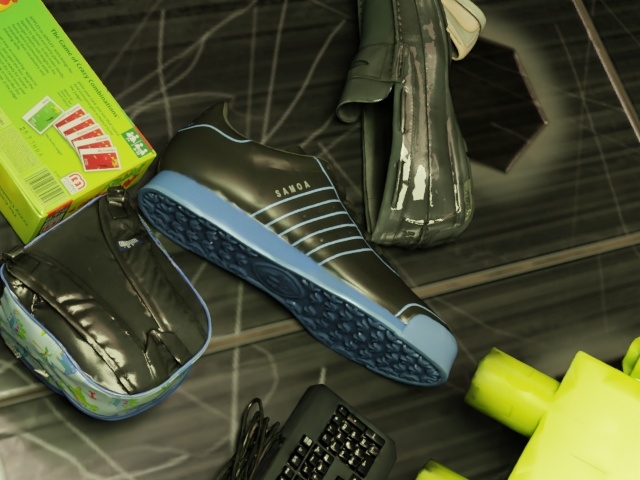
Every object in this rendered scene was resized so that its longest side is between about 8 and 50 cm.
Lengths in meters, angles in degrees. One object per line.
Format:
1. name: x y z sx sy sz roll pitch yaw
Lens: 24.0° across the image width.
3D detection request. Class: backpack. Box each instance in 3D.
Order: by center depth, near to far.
1. backpack: -0.126 0.047 0.884 0.105 0.084 0.114 -36 79 -33

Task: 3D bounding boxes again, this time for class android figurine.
1. android figurine: 0.195 0.182 0.925 0.273 0.056 0.248 27 77 12

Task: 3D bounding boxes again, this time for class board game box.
1. board game box: -0.196 -0.097 0.947 0.092 0.043 0.181 -33 83 -34

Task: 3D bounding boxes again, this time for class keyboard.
1. keyboard: -0.026 0.166 0.902 0.100 0.038 0.192 36 55 -5

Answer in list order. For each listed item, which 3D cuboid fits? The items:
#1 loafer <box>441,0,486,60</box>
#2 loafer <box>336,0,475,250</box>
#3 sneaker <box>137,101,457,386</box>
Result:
1. loafer: 0.065 -0.180 1.111 0.125 0.045 0.039 31 63 -11
2. loafer: 0.049 -0.103 1.039 0.078 0.076 0.223 -4 77 -20
3. sneaker: 0.000 0.000 0.968 0.232 0.081 0.090 34 64 -5
